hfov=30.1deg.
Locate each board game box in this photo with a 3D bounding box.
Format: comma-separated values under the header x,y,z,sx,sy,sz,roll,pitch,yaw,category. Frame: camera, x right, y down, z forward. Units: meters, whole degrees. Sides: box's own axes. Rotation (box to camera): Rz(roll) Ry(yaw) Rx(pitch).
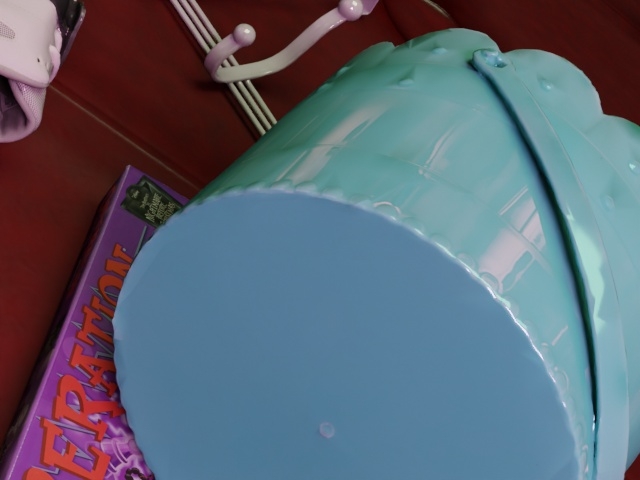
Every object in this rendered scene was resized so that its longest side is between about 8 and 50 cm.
x,y,z,sx,sy,sz,roll,pitch,yaw,category
-0.069,0.118,0.680,0.208,0.056,0.346,28,36,-15,board game box

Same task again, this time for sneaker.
x,y,z,sx,sy,sz,roll,pitch,yaw,category
-0.216,-0.136,0.765,0.146,0.122,0.330,59,30,-10,sneaker

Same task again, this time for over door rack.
x,y,z,sx,sy,sz,roll,pitch,yaw,category
0.027,-0.173,1.052,0.324,0.108,0.239,-8,60,-51,over door rack

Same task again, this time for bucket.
x,y,z,sx,sy,sz,roll,pitch,yaw,category
0.045,0.050,0.603,0.281,0.281,0.183,45,39,2,bucket
